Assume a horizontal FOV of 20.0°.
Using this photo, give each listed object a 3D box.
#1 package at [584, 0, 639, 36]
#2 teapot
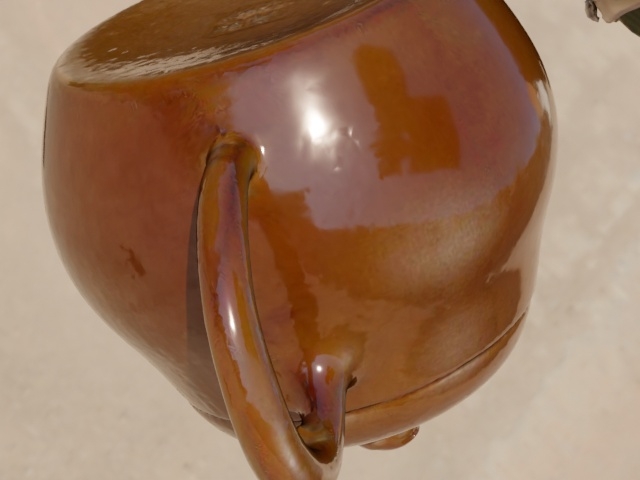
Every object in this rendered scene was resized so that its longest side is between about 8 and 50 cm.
[{"bbox_3d":[0.136,-0.237,0.614,0.165,0.221,0.311,65,20,-71],"label":"package"},{"bbox_3d":[0.000,0.000,0.387,0.116,0.116,0.173,34,23,-8],"label":"teapot"}]
